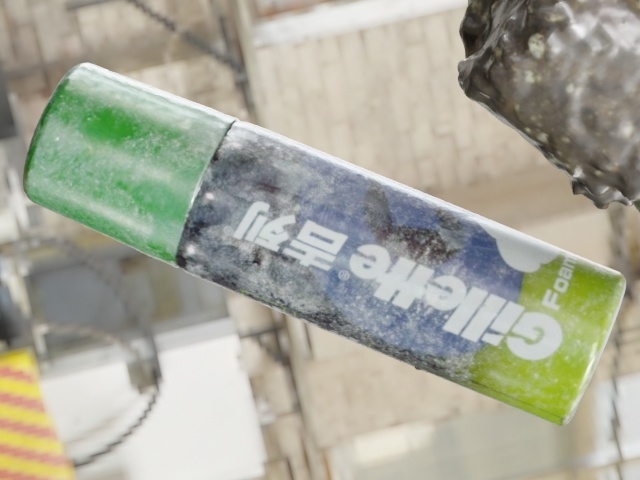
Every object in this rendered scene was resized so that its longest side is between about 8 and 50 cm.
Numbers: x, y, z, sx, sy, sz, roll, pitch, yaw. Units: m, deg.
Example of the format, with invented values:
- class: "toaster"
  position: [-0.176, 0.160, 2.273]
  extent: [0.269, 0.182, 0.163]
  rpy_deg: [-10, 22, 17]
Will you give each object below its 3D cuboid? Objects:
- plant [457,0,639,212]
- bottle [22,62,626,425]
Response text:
- class: "plant"
  position: [0.174, -0.087, 1.056]
  extent: [0.129, 0.194, 0.132]
  rpy_deg: [-48, -159, 30]
- class: "bottle"
  position: [0.000, 0.000, 1.095]
  extent: [0.093, 0.330, 0.093]
  rpy_deg: [22, 90, -85]
